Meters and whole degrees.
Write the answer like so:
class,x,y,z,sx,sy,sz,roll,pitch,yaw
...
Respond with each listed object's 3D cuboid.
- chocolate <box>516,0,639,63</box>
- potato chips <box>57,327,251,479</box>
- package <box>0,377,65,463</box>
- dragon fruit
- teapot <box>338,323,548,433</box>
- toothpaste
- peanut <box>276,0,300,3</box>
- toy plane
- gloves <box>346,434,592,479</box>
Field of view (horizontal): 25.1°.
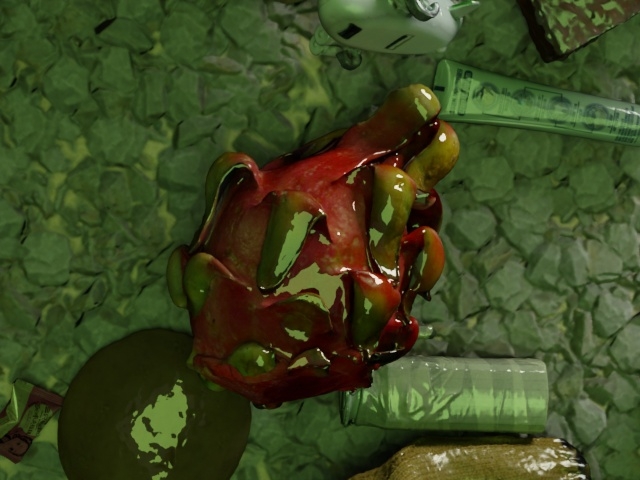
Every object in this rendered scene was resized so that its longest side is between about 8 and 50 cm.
class,x,y,z,sx,sy,sz,roll,pitch,yaw
chocolate,0.328,-0.289,1.331,0.321,0.112,0.112,-30,93,2
potato chips,-0.158,0.188,1.400,0.208,0.062,0.195,-33,101,4
package,-0.295,0.177,1.397,0.059,0.029,0.083,33,98,-35
dragon fruit,0.006,0.017,1.305,0.307,0.227,0.243,-21,90,-13
teapot,0.118,0.134,1.407,0.200,0.077,0.107,2,91,-6
toothpaste,0.224,-0.125,1.383,0.239,0.039,0.062,9,96,-5
peanut,-0.100,-0.336,1.257,0.313,0.152,0.152,41,95,-10
toy plane,0.066,-0.209,1.299,0.174,0.174,0.080,-15,77,-2
gloves,0.104,0.295,1.397,0.356,0.155,0.203,-14,111,-21
